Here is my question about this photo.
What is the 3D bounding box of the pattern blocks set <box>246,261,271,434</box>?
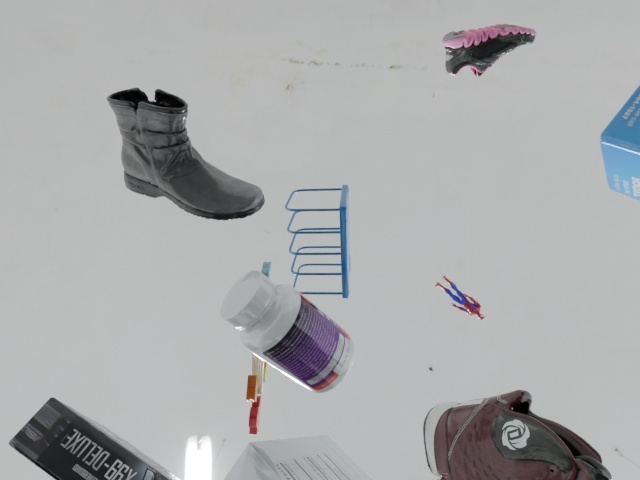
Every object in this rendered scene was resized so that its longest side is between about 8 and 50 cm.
[{"bbox_3d":[-0.125,0.225,0.865,0.026,0.285,0.325,4,-51,-3],"label":"pattern blocks set"}]

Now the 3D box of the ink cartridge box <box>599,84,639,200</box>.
[{"bbox_3d":[0.591,-0.124,0.424,0.285,0.166,0.395,-53,-134,5],"label":"ink cartridge box"}]

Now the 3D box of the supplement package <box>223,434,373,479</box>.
[{"bbox_3d":[-0.030,0.376,0.558,0.134,0.244,0.139,32,-96,33],"label":"supplement package"}]

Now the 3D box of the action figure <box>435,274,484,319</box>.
[{"bbox_3d":[0.292,0.123,0.829,0.115,0.030,0.038,41,-66,11],"label":"action figure"}]

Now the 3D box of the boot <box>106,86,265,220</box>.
[{"bbox_3d":[-0.278,-0.179,0.833,0.338,0.118,0.223,13,-50,3],"label":"boot"}]

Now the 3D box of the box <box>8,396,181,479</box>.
[{"bbox_3d":[-0.333,0.386,0.668,0.242,0.307,0.076,31,-123,6],"label":"box"}]

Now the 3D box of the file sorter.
[{"bbox_3d":[0.000,0.000,0.718,0.104,0.118,0.170,-1,-65,7],"label":"file sorter"}]

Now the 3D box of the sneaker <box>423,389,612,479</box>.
[{"bbox_3d":[0.188,0.266,0.351,0.106,0.281,0.162,25,-49,-28],"label":"sneaker"}]

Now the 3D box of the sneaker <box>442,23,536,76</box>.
[{"bbox_3d":[0.212,-0.240,0.510,0.119,0.047,0.057,-10,-58,-2],"label":"sneaker"}]

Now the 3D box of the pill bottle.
[{"bbox_3d":[-0.047,0.131,0.582,0.108,0.108,0.193,-47,-62,-2],"label":"pill bottle"}]
